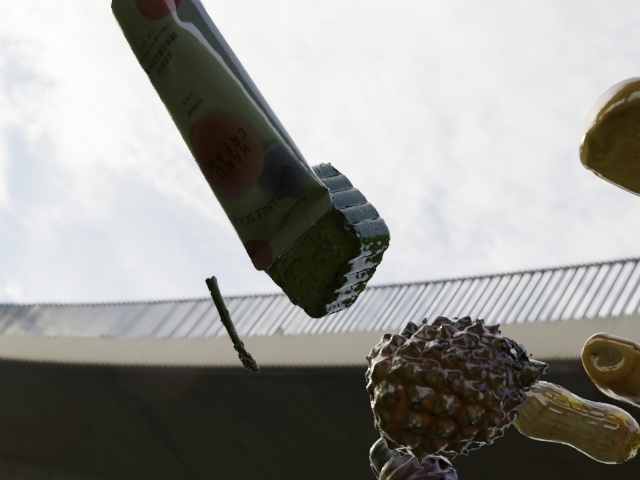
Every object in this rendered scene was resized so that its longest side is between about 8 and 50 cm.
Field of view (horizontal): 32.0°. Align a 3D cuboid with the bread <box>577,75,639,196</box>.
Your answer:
[{"bbox_3d":[0.394,-0.102,1.222,0.217,0.098,0.147,27,-31,-14],"label":"bread"}]

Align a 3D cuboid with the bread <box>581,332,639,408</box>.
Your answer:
[{"bbox_3d":[0.422,0.184,1.420,0.239,0.074,0.092,27,-9,-41],"label":"bread"}]

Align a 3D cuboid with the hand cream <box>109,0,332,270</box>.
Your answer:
[{"bbox_3d":[-0.111,-0.139,1.073,0.124,0.077,0.341,-41,-106,37],"label":"hand cream"}]

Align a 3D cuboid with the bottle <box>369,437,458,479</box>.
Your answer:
[{"bbox_3d":[0.189,0.469,2.041,0.143,0.156,0.271,31,12,-49],"label":"bottle"}]

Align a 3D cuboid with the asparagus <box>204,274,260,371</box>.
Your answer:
[{"bbox_3d":[-0.092,0.087,1.151,0.015,0.014,0.114,-37,-108,34],"label":"asparagus"}]

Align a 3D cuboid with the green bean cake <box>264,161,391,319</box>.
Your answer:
[{"bbox_3d":[0.000,0.000,1.839,0.200,0.113,0.214,48,-51,20],"label":"green bean cake"}]

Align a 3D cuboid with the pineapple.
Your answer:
[{"bbox_3d":[0.149,0.154,1.194,0.193,0.166,0.166,-11,-52,11],"label":"pineapple"}]

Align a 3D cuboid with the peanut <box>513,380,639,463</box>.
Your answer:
[{"bbox_3d":[0.361,0.261,1.618,0.206,0.087,0.087,20,-38,17],"label":"peanut"}]
